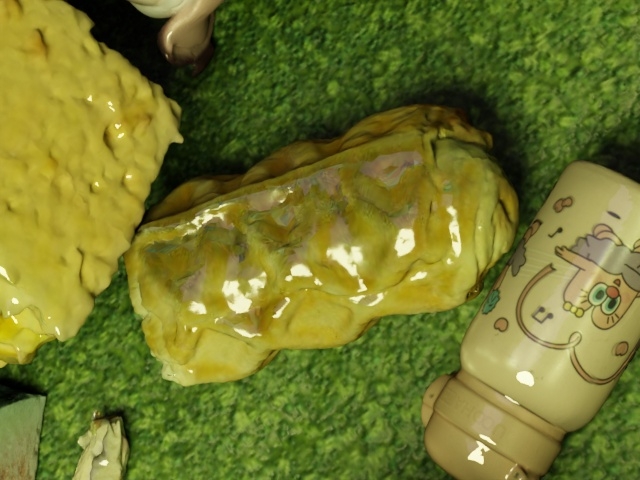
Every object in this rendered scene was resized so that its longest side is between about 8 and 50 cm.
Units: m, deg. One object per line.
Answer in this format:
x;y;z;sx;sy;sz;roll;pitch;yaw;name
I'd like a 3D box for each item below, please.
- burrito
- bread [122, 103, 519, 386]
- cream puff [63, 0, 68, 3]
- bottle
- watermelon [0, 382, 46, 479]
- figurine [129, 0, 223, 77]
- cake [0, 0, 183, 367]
-0.172;0.213;0.957;0.045;0.041;0.186;2;72;66;burrito
0.000;0.000;0.901;0.267;0.130;0.152;-19;59;16;bread
-0.277;-0.171;1.068;0.165;0.115;0.150;-41;60;8;cream puff
0.139;0.058;0.846;0.110;0.097;0.209;31;88;48;bottle
-0.304;0.220;0.976;0.289;0.214;0.320;-42;18;-27;watermelon
-0.026;-0.296;0.915;0.361;0.211;0.253;-35;29;32;figurine
-0.278;-0.035;0.924;0.286;0.222;0.227;-17;44;49;cake
